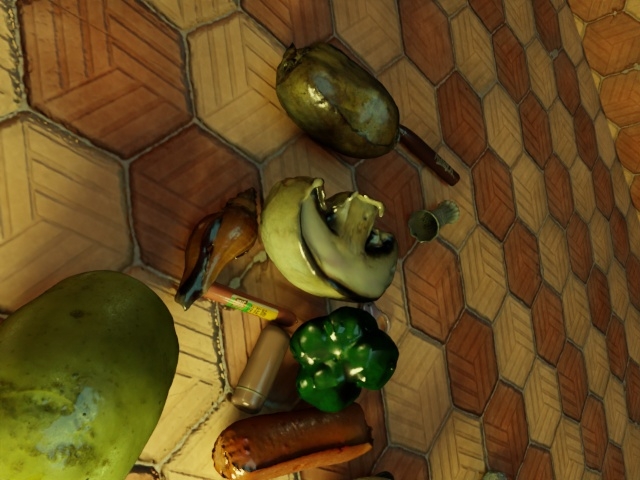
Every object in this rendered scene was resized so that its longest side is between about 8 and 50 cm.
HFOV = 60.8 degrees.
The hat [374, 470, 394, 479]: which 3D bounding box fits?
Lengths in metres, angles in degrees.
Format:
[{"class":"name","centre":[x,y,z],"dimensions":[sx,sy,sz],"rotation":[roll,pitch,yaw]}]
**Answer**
[{"class":"hat","centre":[0.100,0.499,1.042],"dimensions":[0.121,0.050,0.121],"rotation":[15,70,-48]}]

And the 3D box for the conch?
[{"class":"conch","centre":[-0.154,-0.002,0.844],"dimensions":[0.086,0.080,0.233],"rotation":[39,46,5]}]

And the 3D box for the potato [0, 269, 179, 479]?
[{"class":"potato","centre":[-0.280,0.176,0.602],"dimensions":[0.216,0.216,0.304],"rotation":[54,53,-25]}]

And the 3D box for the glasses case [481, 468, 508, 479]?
[{"class":"glasses case","centre":[0.389,0.680,1.296],"dimensions":[0.282,0.067,0.109],"rotation":[-49,120,-40]}]

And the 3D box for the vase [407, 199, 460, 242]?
[{"class":"vase","centre":[0.278,-0.053,1.305],"dimensions":[0.148,0.081,0.081],"rotation":[-26,102,-49]}]

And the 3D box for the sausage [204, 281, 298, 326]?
[{"class":"sausage","centre":[-0.118,0.105,0.902],"dimensions":[0.223,0.029,0.029],"rotation":[27,64,-39]}]

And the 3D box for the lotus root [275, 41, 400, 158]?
[{"class":"lotus root","centre":[0.034,-0.252,1.033],"dimensions":[0.275,0.152,0.160],"rotation":[29,61,-32]}]

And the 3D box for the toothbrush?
[{"class":"toothbrush","centre":[0.227,-0.229,1.307],"dimensions":[0.364,0.041,0.041],"rotation":[31,62,-38]}]

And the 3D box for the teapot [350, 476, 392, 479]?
[{"class":"teapot","centre":[0.080,0.565,0.918],"dimensions":[0.149,0.219,0.318],"rotation":[-84,170,-81]}]

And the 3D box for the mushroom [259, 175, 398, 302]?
[{"class":"mushroom","centre":[0.001,0.008,0.948],"dimensions":[0.267,0.164,0.190],"rotation":[16,76,-46]}]

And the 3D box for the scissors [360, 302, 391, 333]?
[{"class":"scissors","centre":[0.092,0.118,1.120],"dimensions":[0.110,0.021,0.212],"rotation":[-18,96,-43]}]

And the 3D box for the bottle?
[{"class":"bottle","centre":[-0.096,0.209,0.890],"dimensions":[0.053,0.053,0.140],"rotation":[45,54,-31]}]

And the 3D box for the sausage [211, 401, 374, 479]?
[{"class":"sausage","centre":[-0.036,0.329,0.900],"dimensions":[0.330,0.102,0.102],"rotation":[9,77,-45]}]

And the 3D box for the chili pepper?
[{"class":"chili pepper","centre":[0.038,0.203,0.948],"dimensions":[0.165,0.174,0.261],"rotation":[50,1,17]}]
